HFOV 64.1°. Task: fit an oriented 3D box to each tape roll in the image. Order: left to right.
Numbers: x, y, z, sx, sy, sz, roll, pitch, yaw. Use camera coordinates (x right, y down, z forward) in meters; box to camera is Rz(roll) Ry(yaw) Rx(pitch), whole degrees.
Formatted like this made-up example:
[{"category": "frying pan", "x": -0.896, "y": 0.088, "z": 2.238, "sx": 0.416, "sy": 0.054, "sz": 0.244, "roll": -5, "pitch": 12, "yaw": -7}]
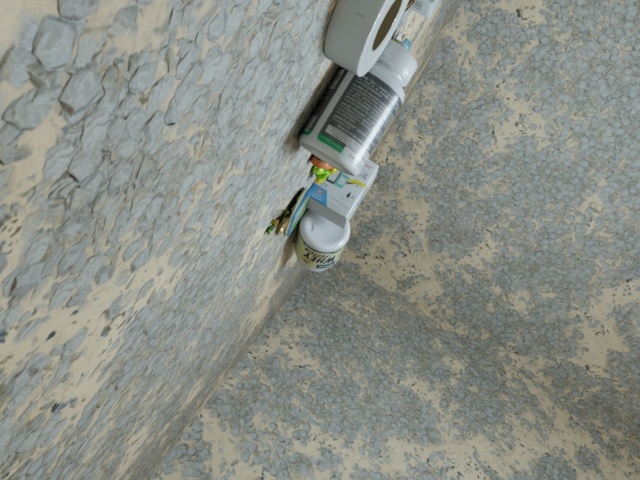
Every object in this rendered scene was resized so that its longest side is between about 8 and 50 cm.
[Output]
[{"category": "tape roll", "x": 0.122, "y": -0.547, "z": 1.231, "sx": 0.286, "sy": 0.100, "sz": 0.286, "roll": -57, "pitch": 175, "yaw": -8}]

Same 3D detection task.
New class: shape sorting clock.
[{"category": "shape sorting clock", "x": -0.097, "y": -0.111, "z": 1.972, "sx": 0.206, "sy": 0.040, "sz": 0.206, "roll": -61, "pitch": 176, "yaw": -8}]

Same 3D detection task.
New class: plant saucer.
[{"category": "plant saucer", "x": -0.136, "y": -0.054, "z": 1.843, "sx": 0.083, "sy": 0.015, "sz": 0.083, "roll": -54, "pitch": 175, "yaw": -7}]

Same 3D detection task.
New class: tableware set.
[{"category": "tableware set", "x": -0.151, "y": -0.064, "z": 1.839, "sx": 0.104, "sy": 0.024, "sz": 0.154, "roll": -59, "pitch": 175, "yaw": 10}]

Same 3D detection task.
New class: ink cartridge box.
[{"category": "ink cartridge box", "x": 0.092, "y": -0.230, "z": 2.195, "sx": 0.270, "sy": 0.198, "sz": 0.197, "roll": -58, "pitch": 174, "yaw": -11}]

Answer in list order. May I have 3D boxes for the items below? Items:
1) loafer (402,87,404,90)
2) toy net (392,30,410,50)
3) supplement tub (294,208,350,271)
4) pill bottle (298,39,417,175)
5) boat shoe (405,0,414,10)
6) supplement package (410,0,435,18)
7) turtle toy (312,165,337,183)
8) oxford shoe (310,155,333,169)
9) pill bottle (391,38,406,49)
[{"category": "loafer", "x": 0.325, "y": -0.660, "z": 2.163, "sx": 0.078, "sy": 0.080, "sz": 0.220, "roll": 119, "pitch": -27, "yaw": -55}, {"category": "toy net", "x": 0.303, "y": -0.739, "z": 1.978, "sx": 0.232, "sy": 0.045, "sz": 0.122, "roll": -27, "pitch": 127, "yaw": -65}, {"category": "supplement tub", "x": 0.000, "y": 0.000, "z": 2.434, "sx": 0.235, "sy": 0.235, "sz": 0.325, "roll": -56, "pitch": 174, "yaw": -26}, {"category": "pill bottle", "x": 0.111, "y": -0.385, "z": 1.465, "sx": 0.361, "sy": 0.204, "sz": 0.204, "roll": -58, "pitch": 175, "yaw": 2}, {"category": "boat shoe", "x": 0.253, "y": -0.732, "z": 1.528, "sx": 0.207, "sy": 0.073, "sz": 0.073, "roll": -57, "pitch": 172, "yaw": -17}, {"category": "supplement package", "x": 0.371, "y": -0.862, "z": 1.706, "sx": 0.179, "sy": 0.105, "sz": 0.105, "roll": -59, "pitch": 174, "yaw": -3}, {"category": "turtle toy", "x": 0.010, "y": -0.266, "z": 1.942, "sx": 0.095, "sy": 0.066, "sz": 0.130, "roll": -36, "pitch": 180, "yaw": 20}, {"category": "oxford shoe", "x": 0.070, "y": -0.328, "z": 1.851, "sx": 0.271, "sy": 0.097, "sz": 0.098, "roll": -31, "pitch": 149, "yaw": -55}, {"category": "pill bottle", "x": 0.239, "y": -0.637, "z": 1.767, "sx": 0.184, "sy": 0.103, "sz": 0.103, "roll": -52, "pitch": 172, "yaw": -51}]
